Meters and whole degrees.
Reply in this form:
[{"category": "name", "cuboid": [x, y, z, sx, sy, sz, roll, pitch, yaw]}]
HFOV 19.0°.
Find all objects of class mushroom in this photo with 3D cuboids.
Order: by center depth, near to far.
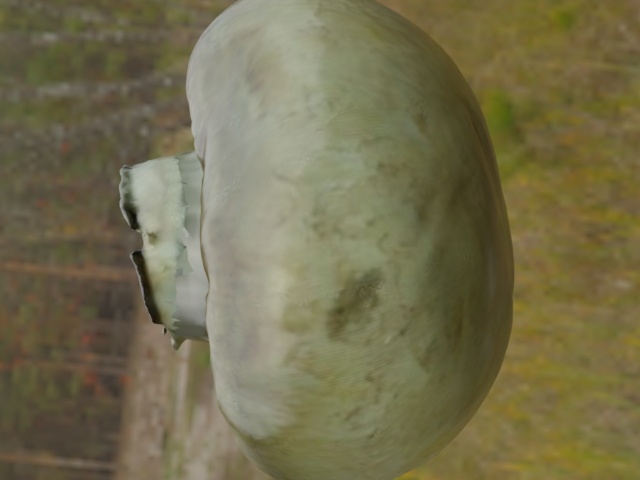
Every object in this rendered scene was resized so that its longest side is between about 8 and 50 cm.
[{"category": "mushroom", "cuboid": [0.000, 0.000, 1.312, 0.352, 0.260, 0.352, -9, -90, -86]}]
